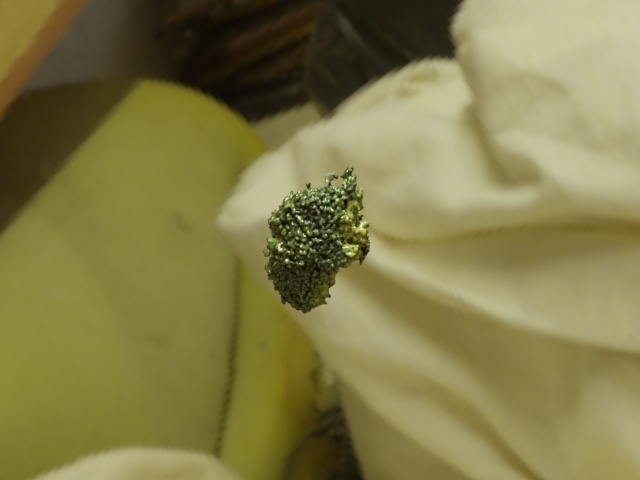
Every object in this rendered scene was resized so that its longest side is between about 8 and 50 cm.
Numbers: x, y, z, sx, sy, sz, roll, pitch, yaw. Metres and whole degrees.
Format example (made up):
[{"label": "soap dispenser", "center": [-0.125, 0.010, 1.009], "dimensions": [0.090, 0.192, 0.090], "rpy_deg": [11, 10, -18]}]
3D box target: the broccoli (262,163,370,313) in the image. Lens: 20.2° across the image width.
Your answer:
[{"label": "broccoli", "center": [0.000, 0.000, 1.317], "dimensions": [0.095, 0.097, 0.092], "rpy_deg": [-13, 10, 34]}]
